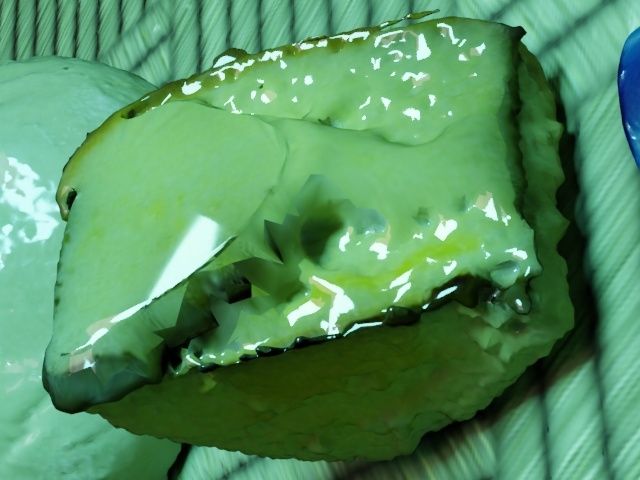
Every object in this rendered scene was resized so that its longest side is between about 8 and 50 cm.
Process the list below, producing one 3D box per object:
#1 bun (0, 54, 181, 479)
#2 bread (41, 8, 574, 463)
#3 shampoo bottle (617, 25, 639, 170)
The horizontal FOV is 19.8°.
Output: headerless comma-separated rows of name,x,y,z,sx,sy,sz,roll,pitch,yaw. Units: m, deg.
bun,-0.229,0.042,1.261,0.364,0.202,0.364,-29,55,52
bread,0.000,0.000,0.932,0.262,0.162,0.204,-9,60,13
shampoo bottle,0.196,-0.092,0.745,0.183,0.050,0.087,-37,43,47
